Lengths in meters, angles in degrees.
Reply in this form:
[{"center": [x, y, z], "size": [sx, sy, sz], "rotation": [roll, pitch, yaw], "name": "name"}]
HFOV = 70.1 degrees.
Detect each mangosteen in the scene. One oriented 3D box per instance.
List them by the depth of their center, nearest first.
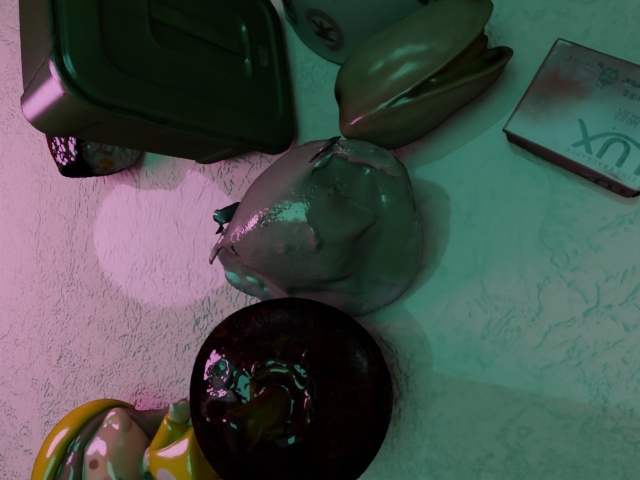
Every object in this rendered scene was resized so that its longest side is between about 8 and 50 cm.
[{"center": [-0.039, 0.171, 0.500], "size": [0.235, 0.261, 0.235], "rotation": [-2, 78, 7], "name": "mangosteen"}]

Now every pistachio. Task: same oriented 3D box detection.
[{"center": [0.109, -0.186, 0.522], "size": [0.206, 0.131, 0.129], "rotation": [-28, 118, 22], "name": "pistachio"}]

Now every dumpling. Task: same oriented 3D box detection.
[{"center": [-0.004, -0.015, 0.572], "size": [0.293, 0.204, 0.163], "rotation": [-35, 40, 33], "name": "dumpling"}]

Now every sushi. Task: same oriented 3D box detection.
[{"center": [-0.389, -0.216, 0.777], "size": [0.126, 0.136, 0.225], "rotation": [10, 97, 36], "name": "sushi"}]

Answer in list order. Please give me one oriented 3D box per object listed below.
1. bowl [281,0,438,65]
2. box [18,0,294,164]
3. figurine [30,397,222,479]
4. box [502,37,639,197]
[{"center": [0.054, -0.402, 0.545], "size": [0.337, 0.157, 0.337], "rotation": [-2, 86, 27], "name": "bowl"}, {"center": [-0.201, -0.229, 0.587], "size": [0.178, 0.328, 0.253], "rotation": [-15, 79, 38], "name": "box"}, {"center": [-0.256, 0.340, 0.661], "size": [0.343, 0.187, 0.215], "rotation": [-9, 74, 21], "name": "figurine"}, {"center": [0.281, -0.125, 0.468], "size": [0.156, 0.060, 0.111], "rotation": [33, 104, 26], "name": "box"}]
